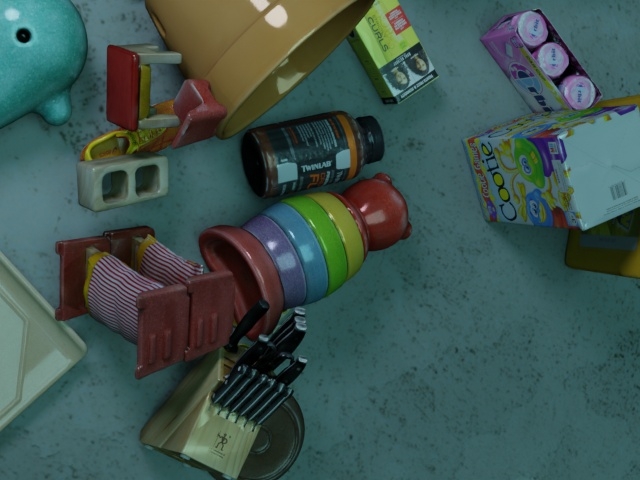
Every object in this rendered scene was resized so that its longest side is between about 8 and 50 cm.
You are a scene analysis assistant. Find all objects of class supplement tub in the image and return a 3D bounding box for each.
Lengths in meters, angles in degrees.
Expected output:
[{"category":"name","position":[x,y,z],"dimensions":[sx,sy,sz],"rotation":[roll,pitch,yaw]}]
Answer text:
[{"category":"supplement tub","position":[-0.008,-0.130,1.540],"dimensions":[0.197,0.106,0.106],"rotation":[-14,99,-20]}]

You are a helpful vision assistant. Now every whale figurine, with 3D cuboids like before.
[{"category":"whale figurine","position":[-0.414,-0.215,1.356],"dimensions":[0.216,0.141,0.272],"rotation":[36,81,-20]}]

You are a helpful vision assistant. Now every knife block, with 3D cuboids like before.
[{"category":"knife block","position":[-0.125,0.194,1.446],"dimensions":[0.088,0.275,0.242],"rotation":[31,71,-20]}]

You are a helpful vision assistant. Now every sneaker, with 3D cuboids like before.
[{"category":"sneaker","position":[-0.249,-0.141,1.466],"dimensions":[0.175,0.067,0.064],"rotation":[-34,103,-18]}]

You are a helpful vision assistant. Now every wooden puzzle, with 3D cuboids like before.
[{"category":"wooden puzzle","position":[-0.470,0.147,1.416],"dimensions":[0.238,0.044,0.221],"rotation":[-41,107,-9]}]

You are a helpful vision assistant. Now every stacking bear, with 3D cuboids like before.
[{"category":"stacking bear","position":[0.000,0.000,1.527],"dimensions":[0.289,0.164,0.175],"rotation":[-26,87,-26]}]

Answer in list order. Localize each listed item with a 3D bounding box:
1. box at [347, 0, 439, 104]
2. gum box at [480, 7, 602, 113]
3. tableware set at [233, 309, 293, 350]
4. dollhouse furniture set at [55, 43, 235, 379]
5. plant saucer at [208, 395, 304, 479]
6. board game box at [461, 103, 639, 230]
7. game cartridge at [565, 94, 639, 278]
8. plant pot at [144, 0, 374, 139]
[{"category":"box","position":[0.082,-0.324,1.587],"dimensions":[0.087,0.058,0.232],"rotation":[-34,105,-13]},{"category":"gum box","position":[0.344,-0.278,1.667],"dimensions":[0.062,0.107,0.188],"rotation":[-45,107,-13]},{"category":"tableware set","position":[-0.106,0.134,1.564],"dimensions":[0.154,0.024,0.104],"rotation":[-43,107,-13]},{"category":"dollhouse furniture set","position":[-0.224,-0.045,1.344],"dimensions":[0.152,0.201,0.374],"rotation":[-16,118,-42]},{"category":"plant saucer","position":[-0.098,0.293,1.572],"dimensions":[0.168,0.029,0.169],"rotation":[-3,97,-21]},{"category":"board game box","position":[0.353,-0.112,1.591],"dimensions":[0.144,0.275,0.142],"rotation":[-22,101,-18]},{"category":"game cartridge","position":[0.482,-0.085,1.618],"dimensions":[0.052,0.323,0.285],"rotation":[9,90,-11]},{"category":"plant pot","position":[-0.095,-0.306,1.417],"dimensions":[0.291,0.291,0.203],"rotation":[-42,91,-14]}]
